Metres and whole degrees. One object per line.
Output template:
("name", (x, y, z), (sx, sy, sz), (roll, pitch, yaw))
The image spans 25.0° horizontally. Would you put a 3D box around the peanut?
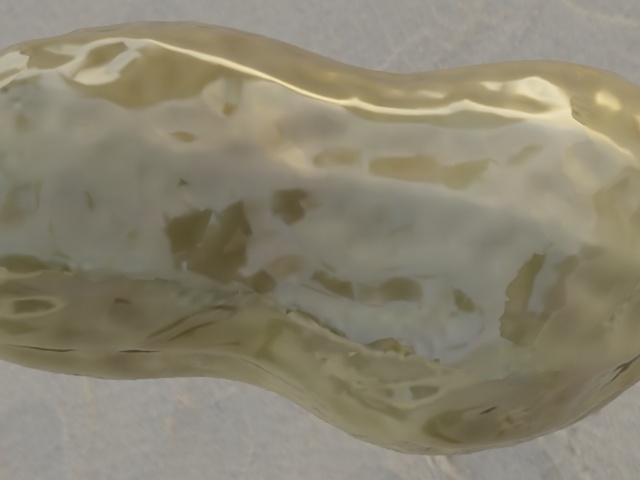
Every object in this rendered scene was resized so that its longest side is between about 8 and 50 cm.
("peanut", (0.000, 0.000, 0.420), (0.256, 0.123, 0.123), (4, 57, -14))
